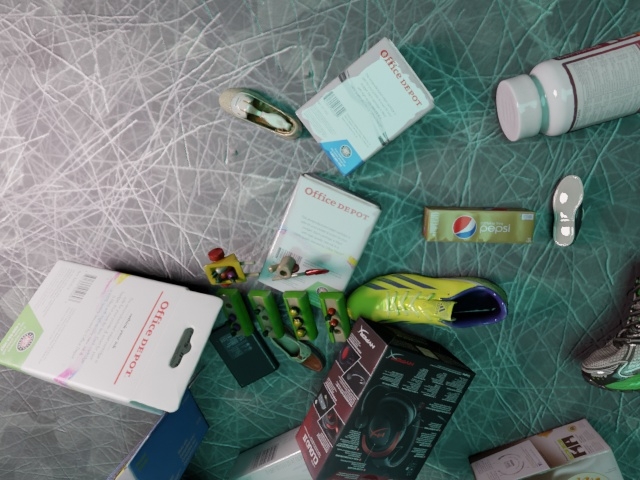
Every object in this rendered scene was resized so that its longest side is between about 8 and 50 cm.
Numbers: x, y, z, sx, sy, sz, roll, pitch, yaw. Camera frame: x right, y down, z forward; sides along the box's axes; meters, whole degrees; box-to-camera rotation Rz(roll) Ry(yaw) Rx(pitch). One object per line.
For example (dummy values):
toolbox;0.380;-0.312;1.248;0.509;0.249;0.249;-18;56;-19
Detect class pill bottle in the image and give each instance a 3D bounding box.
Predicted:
pill bottle;0.410;-0.238;0.659;0.221;0.121;0.121;-15;99;9

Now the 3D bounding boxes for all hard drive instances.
hard drive;-0.160;0.230;0.859;0.094;0.022;0.135;-30;96;10

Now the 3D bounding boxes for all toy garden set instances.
toy garden set;-0.081;0.108;0.727;0.244;0.049;0.203;-1;125;19

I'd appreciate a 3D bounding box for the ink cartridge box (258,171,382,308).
ink cartridge box;0.000;0.000;0.762;0.154;0.093;0.212;24;105;0

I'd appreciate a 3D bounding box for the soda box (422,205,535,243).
soda box;0.279;-0.029;0.743;0.181;0.061;0.058;2;102;5

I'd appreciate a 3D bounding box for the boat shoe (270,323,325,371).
boat shoe;-0.047;0.222;0.836;0.137;0.043;0.049;42;100;-4

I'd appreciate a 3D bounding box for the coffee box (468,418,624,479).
coffee box;0.439;0.470;0.805;0.247;0.098;0.141;-24;98;10

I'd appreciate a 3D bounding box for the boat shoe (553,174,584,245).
boat shoe;0.443;-0.052;0.735;0.046;0.038;0.125;6;98;47

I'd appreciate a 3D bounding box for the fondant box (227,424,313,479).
fondant box;-0.005;0.566;0.873;0.238;0.096;0.330;-29;98;10

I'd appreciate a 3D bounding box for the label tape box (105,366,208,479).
label tape box;-0.330;0.445;0.806;0.106;0.240;0.333;41;102;-3

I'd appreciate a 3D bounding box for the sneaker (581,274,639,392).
sneaker;0.586;0.124;0.722;0.146;0.134;0.343;45;93;3

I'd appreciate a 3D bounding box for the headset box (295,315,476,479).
headset box;0.108;0.313;0.748;0.218;0.110;0.293;23;97;-27

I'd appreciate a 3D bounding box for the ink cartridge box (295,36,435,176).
ink cartridge box;0.076;-0.223;0.716;0.191;0.082;0.139;-37;96;10

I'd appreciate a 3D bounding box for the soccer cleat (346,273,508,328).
soccer cleat;0.189;0.113;0.750;0.289;0.121;0.093;-4;101;7

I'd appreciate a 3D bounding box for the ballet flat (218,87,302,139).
ballet flat;-0.110;-0.234;0.747;0.168;0.052;0.057;23;103;1

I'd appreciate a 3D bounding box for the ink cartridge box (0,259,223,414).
ink cartridge box;-0.350;0.176;0.742;0.354;0.119;0.207;11;59;14
